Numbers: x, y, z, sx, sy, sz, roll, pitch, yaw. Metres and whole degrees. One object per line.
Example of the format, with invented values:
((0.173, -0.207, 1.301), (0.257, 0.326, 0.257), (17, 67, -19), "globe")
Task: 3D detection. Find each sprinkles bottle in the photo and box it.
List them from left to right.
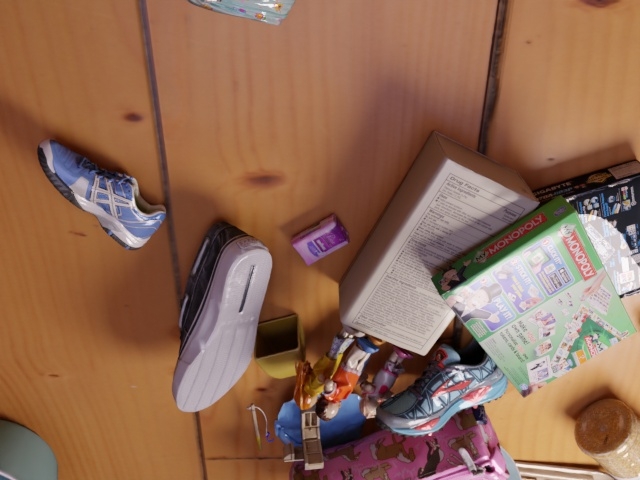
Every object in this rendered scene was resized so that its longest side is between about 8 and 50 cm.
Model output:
((0.638, 0.445, 1.201), (0.355, 0.121, 0.121), (40, 112, -20), "sprinkles bottle")

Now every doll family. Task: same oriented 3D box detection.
((0.039, 0.222, 1.038), (0.163, 0.118, 0.263), (-57, 149, 4), "doll family")

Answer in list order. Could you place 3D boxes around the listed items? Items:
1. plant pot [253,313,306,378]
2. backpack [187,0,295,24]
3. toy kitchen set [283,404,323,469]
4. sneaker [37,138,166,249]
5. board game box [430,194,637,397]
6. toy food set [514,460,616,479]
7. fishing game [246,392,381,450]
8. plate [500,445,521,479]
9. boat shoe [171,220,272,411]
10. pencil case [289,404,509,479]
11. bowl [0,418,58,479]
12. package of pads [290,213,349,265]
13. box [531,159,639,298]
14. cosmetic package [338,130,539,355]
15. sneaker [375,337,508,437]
((-0.062, 0.191, 1.077), (0.081, 0.081, 0.083), (-15, 129, 8), "plant pot")
((-0.113, -0.333, 0.749), (0.182, 0.152, 0.115), (9, 126, -19), "backpack")
((-0.033, 0.352, 1.113), (0.068, 0.083, 0.075), (-3, 124, -7), "toy kitchen set")
((-0.320, -0.080, 0.925), (0.081, 0.080, 0.211), (-37, 124, 12), "sneaker")
((0.333, 0.101, 0.947), (0.213, 0.046, 0.317), (-35, 127, 11), "board game box")
((0.444, 0.569, 1.278), (0.306, 0.092, 0.219), (6, 120, 1), "toy food set")
((0.003, 0.337, 1.183), (0.264, 0.041, 0.189), (-10, 127, -1), "fishing game")
((0.294, 0.472, 1.202), (0.188, 0.188, 0.024), (4, 156, -3), "plate")
((-0.171, 0.124, 1.021), (0.121, 0.119, 0.335), (5, 117, -42), "boat shoe")
((0.136, 0.416, 1.137), (0.386, 0.160, 0.167), (-22, 150, 8), "pencil case")
((-0.628, 0.458, 1.175), (0.312, 0.163, 0.311), (0, 119, -1), "bowl")
((0.000, 0.000, 0.992), (0.083, 0.032, 0.050), (-29, 119, 15), "package of pads")
((0.433, 0.002, 0.985), (0.175, 0.051, 0.220), (-18, 119, 9), "box")
((0.165, 0.012, 0.954), (0.160, 0.113, 0.309), (24, 116, -14), "cosmetic package")
((0.200, 0.235, 1.070), (0.262, 0.104, 0.125), (-19, 111, -24), "sneaker")
